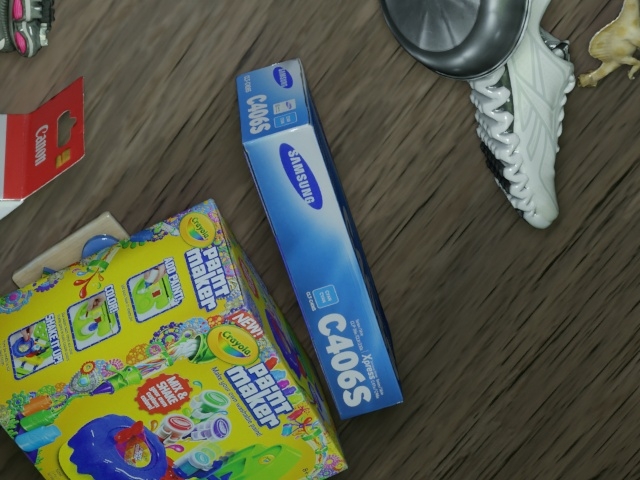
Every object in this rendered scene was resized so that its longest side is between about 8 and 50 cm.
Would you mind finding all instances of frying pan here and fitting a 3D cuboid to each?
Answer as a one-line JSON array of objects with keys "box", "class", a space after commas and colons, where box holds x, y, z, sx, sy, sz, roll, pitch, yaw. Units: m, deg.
[{"box": [0.136, -0.307, 1.870, 0.053, 0.197, 0.326, -19, 132, -42], "class": "frying pan"}]

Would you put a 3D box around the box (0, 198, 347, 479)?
[{"box": [-0.164, 0.156, 2.056, 0.279, 0.177, 0.290, -26, 133, 5], "class": "box"}]

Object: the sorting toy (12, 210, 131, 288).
[{"box": [-0.252, 0.062, 2.114, 0.274, 0.046, 0.132, -32, 117, 13], "class": "sorting toy"}]

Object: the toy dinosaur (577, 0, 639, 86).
[{"box": [0.320, -0.216, 1.989, 0.093, 0.053, 0.183, -6, 137, -22], "class": "toy dinosaur"}]

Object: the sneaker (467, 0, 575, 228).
[{"box": [0.215, -0.143, 2.014, 0.118, 0.110, 0.292, -21, 120, -4], "class": "sneaker"}]

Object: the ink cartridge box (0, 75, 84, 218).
[{"box": [-0.339, -0.079, 1.950, 0.225, 0.181, 0.056, -36, 120, 15], "class": "ink cartridge box"}]

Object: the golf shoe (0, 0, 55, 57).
[{"box": [-0.322, -0.305, 1.873, 0.120, 0.105, 0.273, 4, 118, 1], "class": "golf shoe"}]

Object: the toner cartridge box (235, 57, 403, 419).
[{"box": [0.000, 0.000, 2.035, 0.075, 0.165, 0.348, -17, 120, 3], "class": "toner cartridge box"}]
